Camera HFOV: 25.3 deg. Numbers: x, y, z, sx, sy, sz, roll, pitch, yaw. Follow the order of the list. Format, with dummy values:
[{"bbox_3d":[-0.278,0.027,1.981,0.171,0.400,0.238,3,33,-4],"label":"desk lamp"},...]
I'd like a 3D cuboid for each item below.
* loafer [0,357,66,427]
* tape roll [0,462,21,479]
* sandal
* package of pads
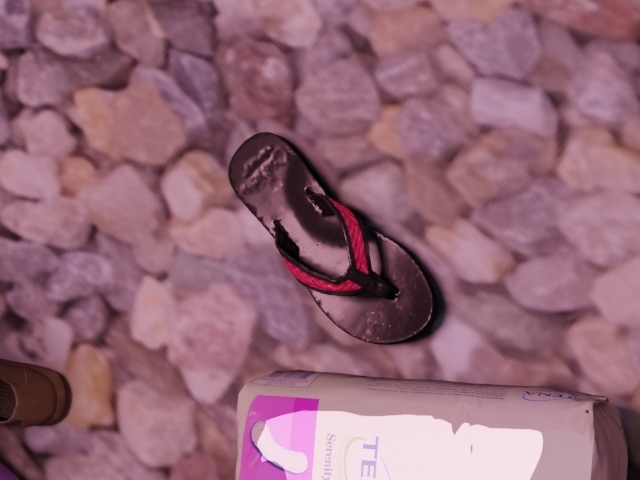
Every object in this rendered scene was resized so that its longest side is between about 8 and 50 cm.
[{"bbox_3d":[-0.250,0.100,0.990,0.148,0.050,0.056,1,85,20],"label":"loafer"},{"bbox_3d":[-0.248,0.218,0.858,0.090,0.275,0.275,-46,72,11],"label":"tape roll"},{"bbox_3d":[0.000,0.000,0.915,0.067,0.040,0.179,-47,72,9],"label":"sandal"},{"bbox_3d":[0.061,0.230,0.838,0.229,0.101,0.297,2,86,20],"label":"package of pads"}]
